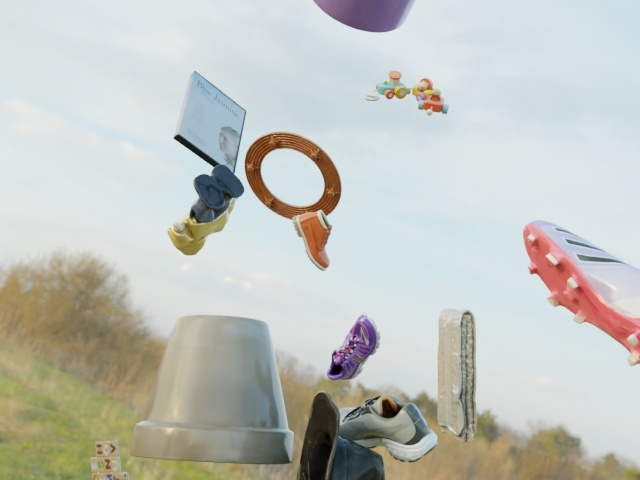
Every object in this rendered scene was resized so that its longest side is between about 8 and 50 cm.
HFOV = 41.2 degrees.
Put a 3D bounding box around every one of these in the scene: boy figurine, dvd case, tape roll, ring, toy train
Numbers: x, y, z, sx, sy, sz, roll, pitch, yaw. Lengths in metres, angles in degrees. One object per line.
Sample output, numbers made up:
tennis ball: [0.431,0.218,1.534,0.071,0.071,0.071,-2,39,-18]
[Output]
boy figurine: [-0.250,-0.054,1.825,0.092,0.177,0.285,53,-32,4]
dvd case: [-0.271,-0.292,2.129,0.180,0.253,0.022,35,-50,-29]
tape roll: [0.074,-0.440,1.420,0.189,0.189,0.080,18,-42,-10]
ring: [-0.093,-0.193,2.703,0.336,0.032,0.336,13,-49,16]
toy train: [0.175,-0.288,1.639,0.166,0.046,0.125,14,29,17]

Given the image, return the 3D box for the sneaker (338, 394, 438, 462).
sneaker: [0.106,0.336,1.607,0.100,0.108,0.271,-30,14,-36]

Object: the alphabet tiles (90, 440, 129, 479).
alphabet tiles: [-0.537,0.635,2.184,0.009,0.237,0.198,-2,-11,-41]

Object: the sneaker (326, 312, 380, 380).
sneaker: [0.062,0.217,1.667,0.071,0.170,0.068,-9,43,-41]

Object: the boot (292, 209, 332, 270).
boot: [0.000,0.000,2.101,0.084,0.158,0.059,-20,19,15]

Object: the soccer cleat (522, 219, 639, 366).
soccer cleat: [0.308,0.051,0.880,0.248,0.095,0.083,49,-19,45]

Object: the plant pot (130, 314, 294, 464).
plant pot: [-0.209,0.300,1.718,0.323,0.280,0.323,2,-13,0]

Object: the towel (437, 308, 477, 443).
towel: [0.293,0.290,1.859,0.049,0.282,0.187,1,-4,-8]

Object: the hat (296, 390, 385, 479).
hat: [0.041,0.443,1.524,0.134,0.331,0.331,9,-10,-8]
